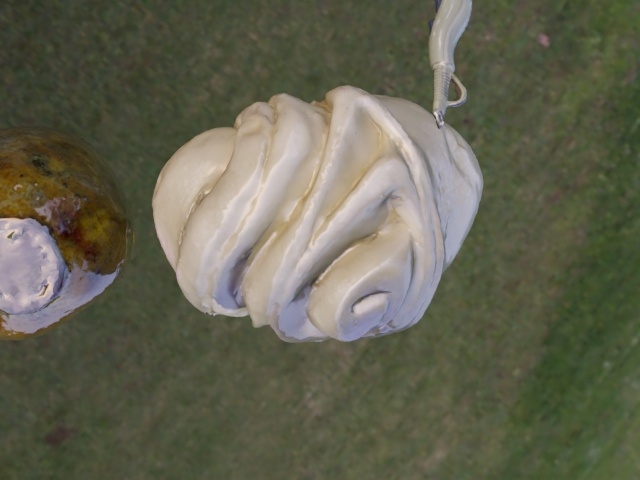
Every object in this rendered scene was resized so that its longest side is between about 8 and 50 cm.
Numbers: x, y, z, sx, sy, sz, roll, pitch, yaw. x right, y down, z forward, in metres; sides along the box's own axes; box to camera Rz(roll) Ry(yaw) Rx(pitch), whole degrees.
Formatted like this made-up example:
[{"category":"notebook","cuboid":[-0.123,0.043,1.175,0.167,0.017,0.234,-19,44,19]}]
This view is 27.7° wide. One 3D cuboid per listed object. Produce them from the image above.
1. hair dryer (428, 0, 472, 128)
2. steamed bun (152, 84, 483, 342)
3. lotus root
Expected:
[{"category":"hair dryer","cuboid":[0.070,-0.194,1.032,0.199,0.167,0.067,-59,165,-22]},{"category":"steamed bun","cuboid":[0.000,0.000,1.446,0.339,0.247,0.352,-24,157,31]},{"category":"lotus root","cuboid":[-0.336,-0.014,1.490,0.250,0.250,0.346,-54,-166,5]}]
